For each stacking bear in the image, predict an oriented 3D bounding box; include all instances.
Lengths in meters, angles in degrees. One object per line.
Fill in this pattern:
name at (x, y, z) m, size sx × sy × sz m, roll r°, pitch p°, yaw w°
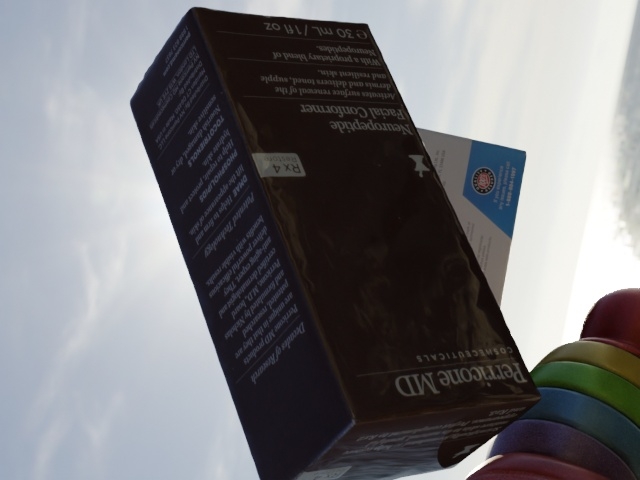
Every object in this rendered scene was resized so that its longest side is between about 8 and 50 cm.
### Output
stacking bear at (0.255, 0.158, 1.140) m, size 0.289 × 0.164 × 0.175 m, roll -51°, pitch -29°, yaw -37°

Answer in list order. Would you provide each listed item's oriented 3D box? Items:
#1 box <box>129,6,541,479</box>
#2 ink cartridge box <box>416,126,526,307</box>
box at (0.000, 0.000, 1.027) m, size 0.143 × 0.191 × 0.381 m, roll -46°, pitch 56°, yaw 44°
ink cartridge box at (0.080, -0.024, 1.584) m, size 0.129 × 0.307 × 0.223 m, roll 102°, pitch -179°, yaw -76°
